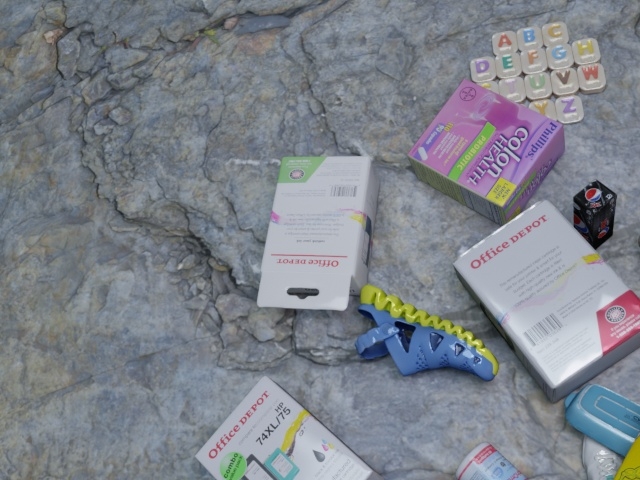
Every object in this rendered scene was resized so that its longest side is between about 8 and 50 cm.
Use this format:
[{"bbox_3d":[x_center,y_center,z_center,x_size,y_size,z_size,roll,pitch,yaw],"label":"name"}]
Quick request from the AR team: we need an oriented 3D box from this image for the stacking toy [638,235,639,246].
[{"bbox_3d":[0.695,0.117,1.365,0.141,0.141,0.330,-18,68,9],"label":"stacking toy"}]

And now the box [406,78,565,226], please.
[{"bbox_3d":[0.347,-0.184,1.606,0.243,0.117,0.213,34,82,28],"label":"box"}]

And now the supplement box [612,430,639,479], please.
[{"bbox_3d":[0.559,0.436,1.151,0.356,0.194,0.195,-57,32,-9],"label":"supplement box"}]

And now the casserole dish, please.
[{"bbox_3d":[0.519,0.312,1.332,0.188,0.037,0.114,29,42,27],"label":"casserole dish"}]

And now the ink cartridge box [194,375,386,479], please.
[{"bbox_3d":[-0.045,0.422,1.393,0.270,0.197,0.198,36,79,29],"label":"ink cartridge box"}]

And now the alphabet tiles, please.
[{"bbox_3d":[0.483,-0.372,1.718,0.284,0.021,0.278,-7,63,15],"label":"alphabet tiles"}]

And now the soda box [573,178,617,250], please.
[{"bbox_3d":[0.521,-0.045,1.460,0.060,0.169,0.053,-39,58,-4],"label":"soda box"}]

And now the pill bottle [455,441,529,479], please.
[{"bbox_3d":[0.320,0.436,1.336,0.087,0.087,0.160,-45,61,-7],"label":"pill bottle"}]

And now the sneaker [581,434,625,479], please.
[{"bbox_3d":[0.489,0.410,1.292,0.080,0.094,0.212,-6,63,16],"label":"sneaker"}]

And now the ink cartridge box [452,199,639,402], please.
[{"bbox_3d":[0.431,0.111,1.435,0.226,0.131,0.306,-33,58,0],"label":"ink cartridge box"}]

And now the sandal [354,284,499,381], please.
[{"bbox_3d":[0.191,0.205,1.479,0.317,0.126,0.138,21,76,34],"label":"sandal"}]

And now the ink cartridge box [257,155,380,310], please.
[{"bbox_3d":[0.000,0.000,1.630,0.207,0.119,0.353,2,65,18],"label":"ink cartridge box"}]
